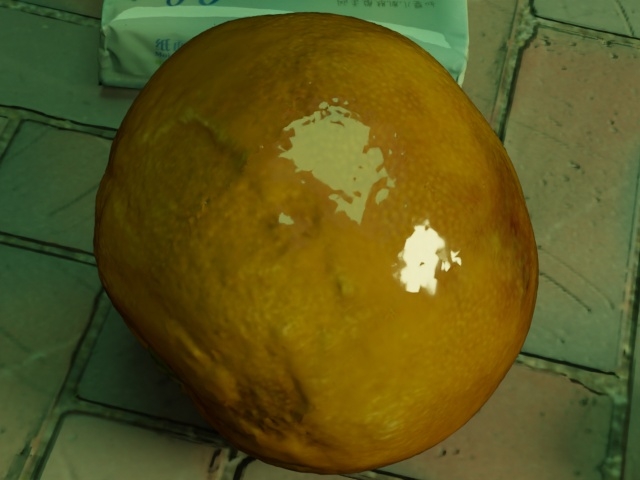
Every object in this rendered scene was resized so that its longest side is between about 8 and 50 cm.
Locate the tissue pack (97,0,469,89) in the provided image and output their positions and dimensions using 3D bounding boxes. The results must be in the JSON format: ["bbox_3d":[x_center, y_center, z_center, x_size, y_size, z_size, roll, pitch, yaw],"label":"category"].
[{"bbox_3d":[-0.024,-0.185,1.104,0.263,0.089,0.177,4,51,-3],"label":"tissue pack"}]

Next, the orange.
[{"bbox_3d":[0.000,0.000,0.839,0.261,0.261,0.261,3,49,-4],"label":"orange"}]
